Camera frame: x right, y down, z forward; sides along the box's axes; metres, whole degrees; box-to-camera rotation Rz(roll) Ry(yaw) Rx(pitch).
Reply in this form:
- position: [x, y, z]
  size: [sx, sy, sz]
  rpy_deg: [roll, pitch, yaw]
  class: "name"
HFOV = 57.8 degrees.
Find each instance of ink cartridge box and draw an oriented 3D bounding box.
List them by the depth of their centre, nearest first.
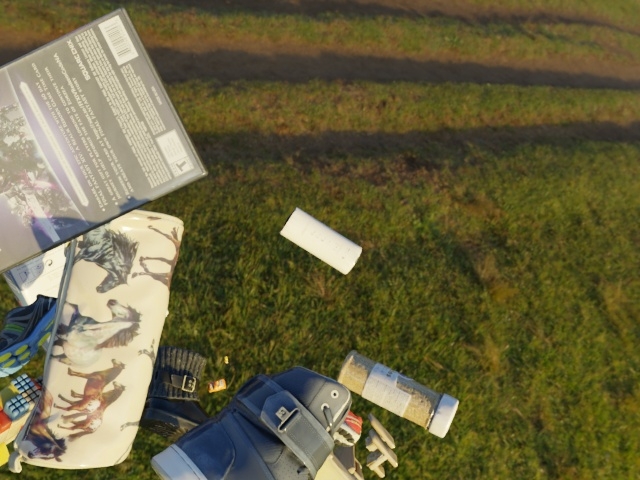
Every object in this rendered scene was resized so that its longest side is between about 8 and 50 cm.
- position: [-0.525, 0.106, 1.302]
  size: [0.270, 0.395, 0.151]
  rpy_deg: [-30, 31, -30]
  class: "ink cartridge box"

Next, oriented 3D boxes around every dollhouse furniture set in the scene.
- position: [0.049, 0.782, 1.999]
  size: [0.256, 0.362, 0.394]
  rpy_deg: [50, 6, -4]
  class: "dollhouse furniture set"

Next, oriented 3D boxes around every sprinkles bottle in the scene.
- position: [0.229, 0.458, 1.748]
  size: [0.355, 0.121, 0.121]
  rpy_deg: [23, 39, 17]
  class: "sprinkles bottle"

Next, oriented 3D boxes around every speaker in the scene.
- position: [0.000, 0.000, 0.986]
  size: [0.136, 0.055, 0.055]
  rpy_deg: [32, 40, -6]
  class: "speaker"

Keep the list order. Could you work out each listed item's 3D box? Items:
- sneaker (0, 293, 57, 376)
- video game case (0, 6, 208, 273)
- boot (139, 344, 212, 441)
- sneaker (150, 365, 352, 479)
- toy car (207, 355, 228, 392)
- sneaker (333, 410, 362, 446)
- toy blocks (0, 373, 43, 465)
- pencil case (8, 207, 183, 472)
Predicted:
- position: [-0.538, 0.168, 1.031]
  size: [0.078, 0.067, 0.188]
  rpy_deg: [24, 46, 9]
  class: "sneaker"
- position: [-0.289, -0.102, 0.632]
  size: [0.026, 0.274, 0.196]
  rpy_deg: [-98, 162, -84]
  class: "video game case"
- position: [-0.399, 0.501, 1.839]
  size: [0.348, 0.131, 0.260]
  rpy_deg: [38, 38, -32]
  class: "boot"
- position: [-0.004, 0.209, 0.475]
  size: [0.163, 0.086, 0.226]
  rpy_deg: [-37, 71, -29]
  class: "sneaker"
- position: [-0.338, 0.437, 1.909]
  size: [0.060, 0.040, 0.122]
  rpy_deg: [4, 68, -5]
  class: "toy car"
- position: [0.003, 0.487, 1.707]
  size: [0.279, 0.107, 0.118]
  rpy_deg: [40, 36, 0]
  class: "sneaker"
- position: [-0.962, 0.532, 1.823]
  size: [0.191, 0.261, 0.381]
  rpy_deg: [45, 37, 8]
  class: "toy blocks"
- position: [-0.340, 0.145, 0.885]
  size: [0.183, 0.160, 0.410]
  rpy_deg: [15, 80, -26]
  class: "pencil case"
